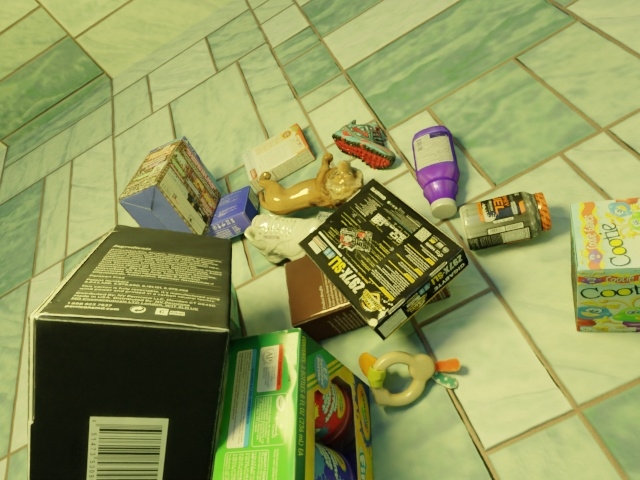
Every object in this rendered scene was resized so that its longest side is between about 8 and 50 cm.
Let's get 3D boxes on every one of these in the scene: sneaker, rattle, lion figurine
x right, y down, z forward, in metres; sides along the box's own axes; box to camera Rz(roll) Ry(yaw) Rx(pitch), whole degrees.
[{"bbox_3d":[-0.111,-0.013,1.320,0.305,0.152,0.114,-17,38,52],"label":"sneaker"},{"bbox_3d":[0.202,0.295,1.089,0.200,0.143,0.130,-20,82,-4],"label":"rattle"},{"bbox_3d":[-0.047,-0.144,1.423,0.392,0.142,0.240,-21,33,22],"label":"lion figurine"},{"bbox_3d":[0.151,-0.318,1.488,0.125,0.104,0.262,-45,50,-9],"label":"sneaker"}]

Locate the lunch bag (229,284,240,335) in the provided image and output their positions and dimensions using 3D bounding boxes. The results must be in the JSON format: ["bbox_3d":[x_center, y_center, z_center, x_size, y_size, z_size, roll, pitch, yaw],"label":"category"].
[{"bbox_3d":[-0.367,0.192,1.381,0.223,0.160,0.262,-34,38,7],"label":"lunch bag"}]

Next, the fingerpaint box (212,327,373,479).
[{"bbox_3d":[-0.028,0.444,0.884,0.163,0.371,0.444,-13,53,20],"label":"fingerpaint box"}]

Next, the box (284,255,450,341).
[{"bbox_3d":[0.111,0.101,1.201,0.382,0.143,0.191,-20,52,13],"label":"box"}]

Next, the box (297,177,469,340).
[{"bbox_3d":[0.133,0.028,1.099,0.257,0.079,0.322,-43,49,-2],"label":"box"}]

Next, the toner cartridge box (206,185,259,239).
[{"bbox_3d":[-0.377,-0.054,1.580,0.348,0.075,0.165,-20,34,15],"label":"toner cartridge box"}]

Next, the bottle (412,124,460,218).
[{"bbox_3d":[0.324,-0.191,1.314,0.118,0.092,0.282,-14,53,20],"label":"bottle"}]

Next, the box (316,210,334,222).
[{"bbox_3d":[0.000,0.000,1.377,0.054,0.059,0.168,8,63,34],"label":"box"}]

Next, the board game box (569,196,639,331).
[{"bbox_3d":[0.558,0.057,0.899,0.142,0.275,0.144,-5,57,26],"label":"board game box"}]

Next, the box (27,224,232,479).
[{"bbox_3d":[-0.351,0.269,0.970,0.298,0.479,0.471,7,16,-13],"label":"box"}]

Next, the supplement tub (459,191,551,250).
[{"bbox_3d":[0.441,-0.049,1.139,0.191,0.117,0.116,-14,53,19],"label":"supplement tub"}]

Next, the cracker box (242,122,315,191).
[{"bbox_3d":[-0.148,-0.290,1.650,0.232,0.067,0.155,-28,49,7],"label":"cracker box"}]

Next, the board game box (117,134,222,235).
[{"bbox_3d":[-0.452,-0.143,1.476,0.141,0.232,0.291,-18,35,18],"label":"board game box"}]
